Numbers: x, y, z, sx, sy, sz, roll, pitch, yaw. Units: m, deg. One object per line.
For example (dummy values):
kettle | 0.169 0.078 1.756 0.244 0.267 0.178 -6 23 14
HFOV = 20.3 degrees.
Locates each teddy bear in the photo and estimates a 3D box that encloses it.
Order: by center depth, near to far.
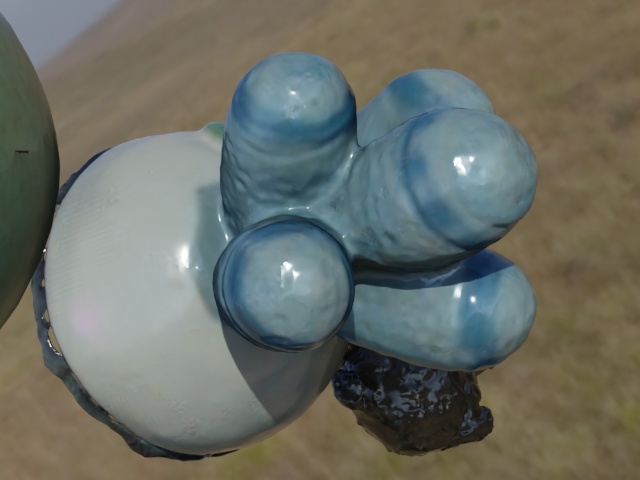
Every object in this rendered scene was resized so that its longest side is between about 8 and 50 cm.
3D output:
teddy bear | 0.061 0.084 1.365 0.190 0.177 0.140 -101 29 -57

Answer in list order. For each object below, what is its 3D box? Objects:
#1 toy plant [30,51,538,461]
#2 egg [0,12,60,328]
toy plant | 0.000 0.000 1.119 0.332 0.247 0.247 -23 15 47
egg | -0.169 -0.018 0.503 0.169 0.169 0.236 -29 -4 28
